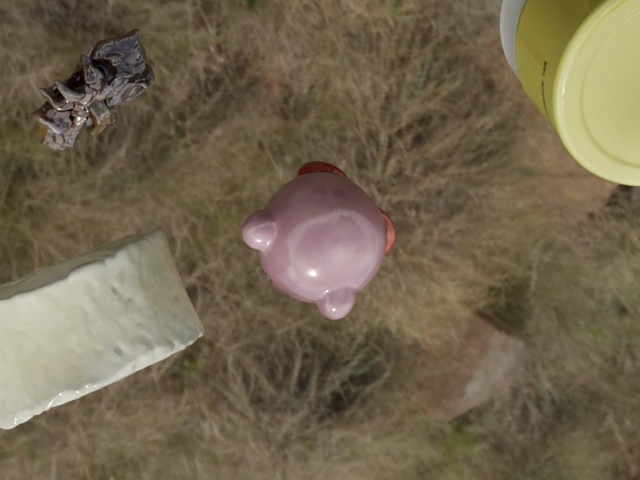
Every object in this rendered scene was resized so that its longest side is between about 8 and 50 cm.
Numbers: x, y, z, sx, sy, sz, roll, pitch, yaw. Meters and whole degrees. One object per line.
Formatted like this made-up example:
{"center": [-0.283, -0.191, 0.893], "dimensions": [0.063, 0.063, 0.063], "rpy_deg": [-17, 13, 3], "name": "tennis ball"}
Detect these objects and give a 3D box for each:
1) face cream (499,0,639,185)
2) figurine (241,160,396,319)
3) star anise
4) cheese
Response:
{"center": [0.298, -0.186, 1.077], "dimensions": [0.218, 0.179, 0.218], "rpy_deg": [-5, 123, -7], "name": "face cream"}
{"center": [0.000, 0.000, 1.434], "dimensions": [0.173, 0.173, 0.173], "rpy_deg": [-11, 130, -14], "name": "figurine"}
{"center": [-0.356, -0.227, 1.808], "dimensions": [0.214, 0.099, 0.220], "rpy_deg": [-29, 167, -26], "name": "star anise"}
{"center": [-0.320, 0.107, 1.368], "dimensions": [0.332, 0.292, 0.153], "rpy_deg": [-22, 94, 12], "name": "cheese"}
